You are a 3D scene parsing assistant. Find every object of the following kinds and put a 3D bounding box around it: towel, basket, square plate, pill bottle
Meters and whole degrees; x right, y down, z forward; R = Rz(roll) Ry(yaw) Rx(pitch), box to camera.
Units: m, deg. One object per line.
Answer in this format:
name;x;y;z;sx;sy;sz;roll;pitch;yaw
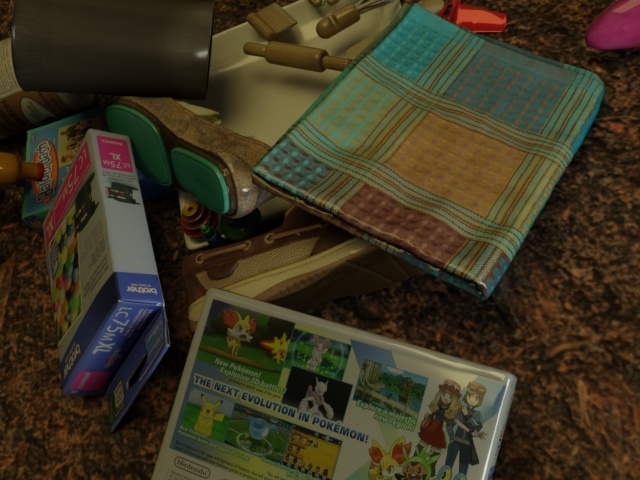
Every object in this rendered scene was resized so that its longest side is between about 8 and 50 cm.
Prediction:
towel;0.132;-0.120;0.937;0.271;0.040;0.370;26;50;15
basket;-0.252;-0.254;1.106;0.226;0.204;0.154;5;101;-8
square plate;-0.030;-0.172;1.132;0.347;0.049;0.344;-20;54;8
pill bottle;-0.459;-0.220;1.272;0.229;0.131;0.131;-18;55;9

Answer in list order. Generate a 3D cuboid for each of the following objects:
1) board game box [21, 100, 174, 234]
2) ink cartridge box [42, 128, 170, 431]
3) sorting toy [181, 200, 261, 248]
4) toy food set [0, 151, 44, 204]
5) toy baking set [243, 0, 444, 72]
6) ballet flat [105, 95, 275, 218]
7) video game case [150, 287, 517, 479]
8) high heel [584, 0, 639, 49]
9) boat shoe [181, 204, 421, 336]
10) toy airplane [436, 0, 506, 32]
board game box;-0.303;-0.111;1.197;0.210;0.047;0.160;-16;56;10
ink cartridge box;-0.258;0.043;1.017;0.186;0.065;0.311;-52;46;37
sorting toy;-0.124;-0.025;1.023;0.102;0.042;0.061;-3;61;20
toy food set;-0.456;-0.031;1.162;0.111;0.104;0.232;52;125;45
toy baking set;0.020;-0.298;1.142;0.256;0.030;0.197;20;68;29
ballet flat;-0.146;-0.109;1.046;0.106;0.108;0.316;-25;38;-29
video game case;-0.010;0.226;0.827;0.329;0.036;0.300;14;85;27
high heel;0.434;-0.240;0.989;0.244;0.082;0.117;-14;58;3
boat shoe;0.000;0.000;0.964;0.342;0.123;0.123;-23;65;13
toy airplane;0.181;-0.317;1.155;0.151;0.028;0.151;-8;58;14
